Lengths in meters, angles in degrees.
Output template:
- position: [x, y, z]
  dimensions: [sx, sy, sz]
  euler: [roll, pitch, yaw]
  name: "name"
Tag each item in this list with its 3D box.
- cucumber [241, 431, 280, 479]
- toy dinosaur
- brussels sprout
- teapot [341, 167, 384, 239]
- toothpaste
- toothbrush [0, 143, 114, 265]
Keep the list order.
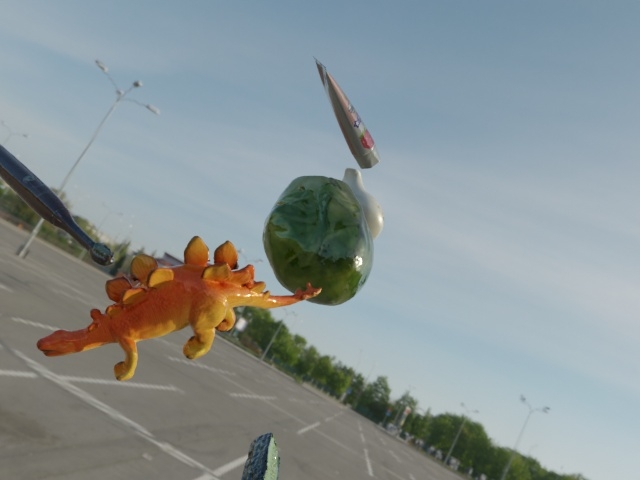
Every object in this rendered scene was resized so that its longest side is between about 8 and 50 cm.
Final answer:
- position: [-0.082, 0.321, 0.759]
  dimensions: [0.046, 0.070, 0.220]
  euler: [0, 13, 0]
  name: "cucumber"
- position: [-0.124, 0.053, 0.564]
  dimensions: [0.070, 0.288, 0.117]
  euler: [-130, -146, -49]
  name: "toy dinosaur"
- position: [-0.001, 0.003, 0.799]
  dimensions: [0.161, 0.181, 0.144]
  euler: [20, -32, -9]
  name: "brussels sprout"
- position: [0.063, -0.041, 1.231]
  dimensions: [0.145, 0.092, 0.226]
  euler: [14, -42, 18]
  name: "teapot"
- position: [0.040, -0.199, 0.913]
  dimensions: [0.194, 0.043, 0.067]
  euler: [57, 3, -35]
  name: "toothpaste"
- position: [-0.408, -0.061, 0.841]
  dimensions: [0.364, 0.041, 0.041]
  euler: [35, -8, 29]
  name: "toothbrush"
